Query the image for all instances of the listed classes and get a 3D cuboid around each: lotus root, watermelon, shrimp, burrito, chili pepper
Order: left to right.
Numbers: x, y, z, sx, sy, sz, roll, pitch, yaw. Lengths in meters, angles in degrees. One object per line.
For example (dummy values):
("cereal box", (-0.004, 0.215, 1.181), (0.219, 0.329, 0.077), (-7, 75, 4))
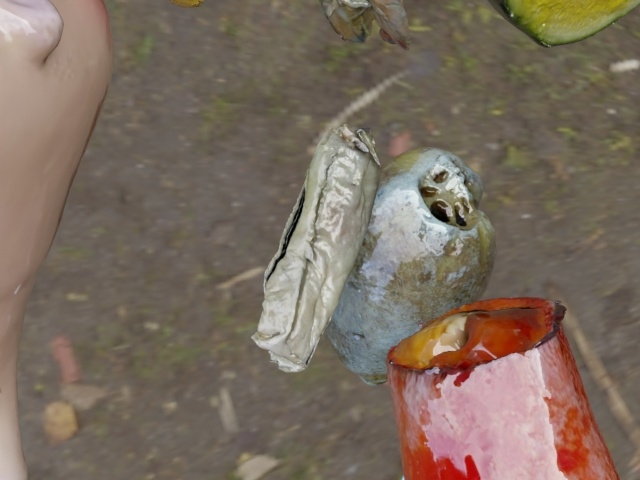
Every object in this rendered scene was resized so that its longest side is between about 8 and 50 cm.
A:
("burrito", (-0.001, 0.000, 1.343), (0.045, 0.058, 0.188), (3, 65, 48))
("shrimp", (0.016, -0.168, 1.180), (0.052, 0.251, 0.143), (-33, 67, 2))
("lotus root", (0.062, 0.043, 1.797), (0.322, 0.140, 0.158), (115, 146, -51))
("chili pepper", (0.081, 0.119, 0.760), (0.084, 0.086, 0.192), (-14, 89, -3))
("watermelon", (0.226, -0.258, 1.775), (0.129, 0.301, 0.123), (-44, 67, 35))

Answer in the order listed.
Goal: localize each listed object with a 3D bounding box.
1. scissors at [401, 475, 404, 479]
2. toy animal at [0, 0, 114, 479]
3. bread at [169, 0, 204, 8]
("scissors", (0.048, 0.207, 1.364), (0.014, 0.058, 0.119), (20, 115, -9))
("toy animal", (-0.203, -0.006, 0.689), (0.326, 0.237, 0.269), (-35, 89, 33))
("bread", (-0.023, -0.224, 0.809), (0.121, 0.174, 0.245), (12, 124, 5))
